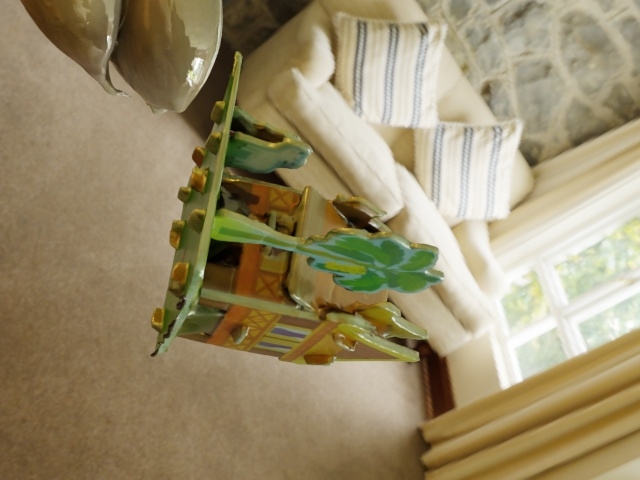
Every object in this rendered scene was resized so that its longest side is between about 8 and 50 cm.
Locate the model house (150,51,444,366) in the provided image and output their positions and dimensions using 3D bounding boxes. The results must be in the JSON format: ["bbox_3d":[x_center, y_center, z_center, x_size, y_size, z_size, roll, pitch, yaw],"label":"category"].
[{"bbox_3d":[0.000,0.000,0.889,0.312,0.358,0.243,10,66,-13],"label":"model house"}]

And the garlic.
[{"bbox_3d":[-0.257,-0.282,0.996,0.245,0.231,0.340,29,-47,42],"label":"garlic"}]
